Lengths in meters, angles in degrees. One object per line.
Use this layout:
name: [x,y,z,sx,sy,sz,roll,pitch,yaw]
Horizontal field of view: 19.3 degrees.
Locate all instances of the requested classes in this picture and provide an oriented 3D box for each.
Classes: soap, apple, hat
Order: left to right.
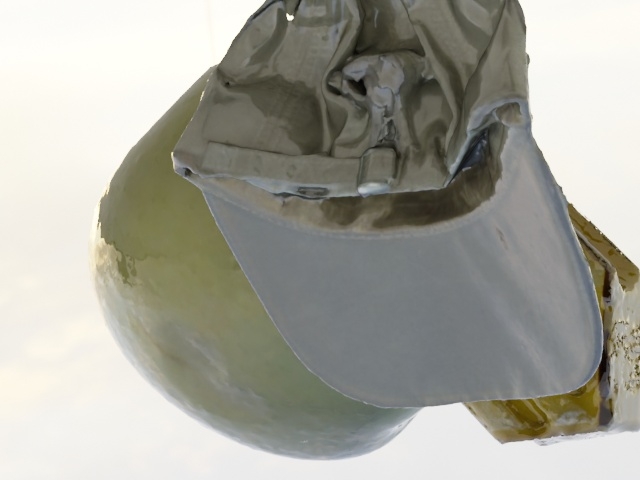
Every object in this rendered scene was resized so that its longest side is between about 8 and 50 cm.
apple: [0.000,0.000,1.233,0.292,0.254,0.292,-43,176,-4]
hat: [0.054,-0.033,1.029,0.214,0.245,0.149,-6,-135,30]
soap: [0.148,0.046,1.423,0.257,0.160,0.080,47,-159,25]
